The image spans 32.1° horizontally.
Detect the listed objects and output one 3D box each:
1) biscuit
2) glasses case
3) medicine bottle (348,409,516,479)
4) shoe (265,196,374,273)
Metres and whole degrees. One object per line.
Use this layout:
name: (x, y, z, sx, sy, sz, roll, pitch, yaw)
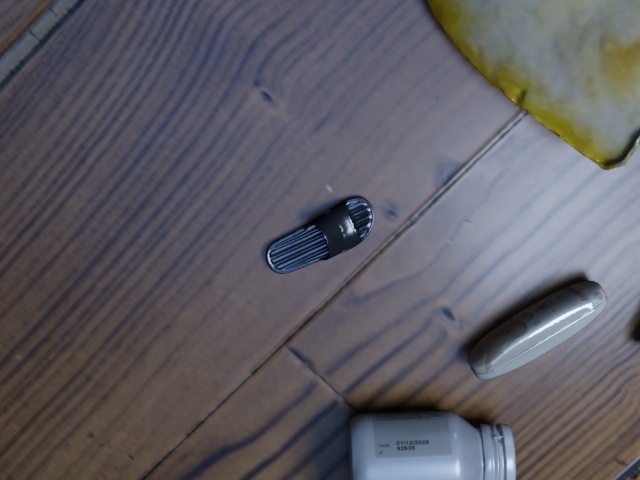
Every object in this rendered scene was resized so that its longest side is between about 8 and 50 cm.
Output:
biscuit: (0.310, -0.335, 1.285, 0.446, 0.104, 0.429, 38, 132, 16)
glasses case: (0.288, 0.119, 1.482, 0.204, 0.081, 0.051, -33, 103, 4)
medicine bottle: (0.147, 0.296, 1.489, 0.215, 0.135, 0.135, -2, 102, -1)
shoe: (0.000, 0.000, 1.469, 0.159, 0.053, 0.062, -27, 98, 7)
